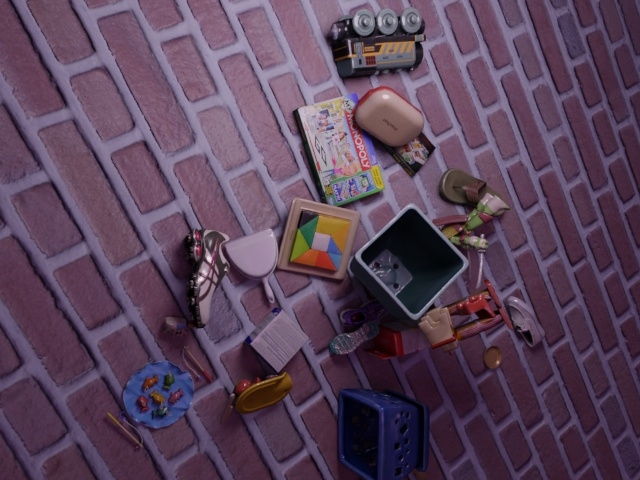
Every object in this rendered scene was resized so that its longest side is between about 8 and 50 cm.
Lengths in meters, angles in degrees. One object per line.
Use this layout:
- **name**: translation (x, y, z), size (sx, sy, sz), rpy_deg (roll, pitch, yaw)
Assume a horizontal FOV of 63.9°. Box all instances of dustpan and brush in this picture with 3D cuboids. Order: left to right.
- **dustpan and brush**: translation (-0.175, 0.085, 1.490), size (0.147, 0.060, 0.211), rpy_deg (-20, 88, -8)

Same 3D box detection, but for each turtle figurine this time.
- **turtle figurine**: translation (0.523, -0.010, 1.703), size (0.266, 0.274, 0.198), rpy_deg (-47, 152, 9)

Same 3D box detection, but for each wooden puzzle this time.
- **wooden puzzle**: translation (0.000, 0.000, 1.547), size (0.239, 0.044, 0.220), rpy_deg (11, 99, -24)

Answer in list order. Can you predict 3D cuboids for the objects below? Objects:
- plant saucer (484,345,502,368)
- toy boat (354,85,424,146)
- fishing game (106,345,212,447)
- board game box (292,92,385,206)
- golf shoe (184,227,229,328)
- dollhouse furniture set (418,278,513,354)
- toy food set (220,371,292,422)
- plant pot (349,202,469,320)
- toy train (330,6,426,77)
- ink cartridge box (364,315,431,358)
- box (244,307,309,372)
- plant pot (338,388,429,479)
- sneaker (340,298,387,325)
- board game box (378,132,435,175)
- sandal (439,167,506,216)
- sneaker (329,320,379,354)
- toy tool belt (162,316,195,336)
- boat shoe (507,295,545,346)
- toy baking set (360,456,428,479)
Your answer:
- **plant saucer**: translation (0.621, 0.421, 1.858), size (0.083, 0.015, 0.083), rpy_deg (0, 90, -23)
- **toy boat**: translation (0.213, -0.400, 1.595), size (0.231, 0.151, 0.151), rpy_deg (27, 42, -31)
- **fishing game**: translation (-0.432, 0.416, 1.385), size (0.264, 0.041, 0.189), rpy_deg (-38, 107, -19)
- **board game box**: translation (0.062, -0.278, 1.597), size (0.214, 0.046, 0.317), rpy_deg (-21, 98, -21)
- **golf shoe**: translation (-0.303, 0.102, 1.393), size (0.120, 0.105, 0.272), rpy_deg (2, 83, -26)
- **dollhouse furniture set**: translation (0.409, 0.229, 1.413), size (0.201, 0.374, 0.152), rpy_deg (-27, 84, 15)
- **toy food set**: translation (-0.189, 0.424, 1.464), size (0.218, 0.071, 0.128), rpy_deg (-9, 131, -33)
- **plant pot**: translation (0.237, 0.085, 1.547), size (0.248, 0.252, 0.247), rpy_deg (-42, 86, -18)
- **toy train**: translation (0.187, -0.619, 1.611), size (0.334, 0.142, 0.190), rpy_deg (-14, 108, -25)
- **ink cartridge box**: translation (0.262, 0.304, 1.636), size (0.231, 0.134, 0.078), rpy_deg (-9, 94, -24)
- **box**: translation (-0.129, 0.289, 1.499), size (0.137, 0.072, 0.126), rpy_deg (-46, 107, -18)
- **plant pot**: translation (0.199, 0.581, 1.561), size (0.212, 0.236, 0.235), rpy_deg (3, 88, -29)
- **sneaker**: translation (0.147, 0.236, 1.620), size (0.170, 0.071, 0.068), rpy_deg (-17, 97, -23)
- **board game box**: translation (0.259, -0.350, 1.693), size (0.260, 0.030, 0.136), rpy_deg (45, 76, -17)
- **sandal**: translation (0.543, -0.171, 1.785), size (0.303, 0.086, 0.120), rpy_deg (18, 83, -23)
- **sneaker**: translation (0.109, 0.310, 1.609), size (0.166, 0.076, 0.065), rpy_deg (-24, 75, 1)
- **toy tool belt**: translation (-0.387, 0.239, 1.404), size (0.083, 0.052, 0.051), rpy_deg (11, 116, -21)
- **boat shoe**: translation (0.746, 0.302, 1.875), size (0.226, 0.083, 0.076), rpy_deg (47, 72, -17)
- **toy baking set**: translation (0.231, 0.780, 1.683), size (0.256, 0.030, 0.196), rpy_deg (-18, 100, -22)
